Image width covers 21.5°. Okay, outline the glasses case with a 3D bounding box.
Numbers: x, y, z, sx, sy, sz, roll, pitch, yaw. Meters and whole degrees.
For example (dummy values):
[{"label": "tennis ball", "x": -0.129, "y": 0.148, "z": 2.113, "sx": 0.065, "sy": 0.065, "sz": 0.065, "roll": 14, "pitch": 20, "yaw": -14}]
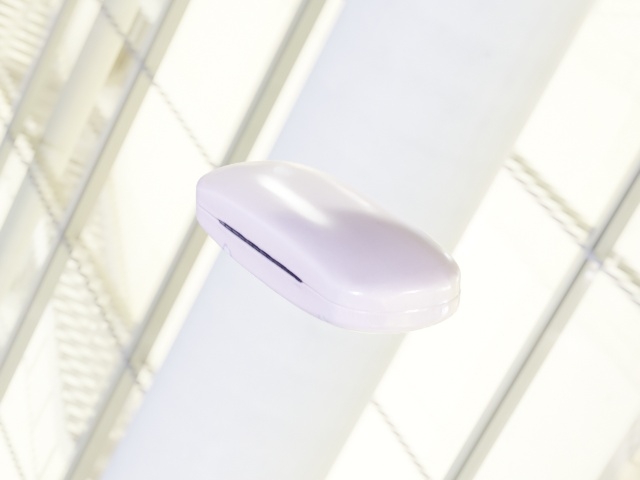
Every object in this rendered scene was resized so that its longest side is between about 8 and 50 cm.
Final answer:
[{"label": "glasses case", "x": 0.000, "y": 0.000, "z": 1.332, "sx": 0.113, "sy": 0.075, "sz": 0.297, "roll": -8, "pitch": -157, "yaw": -28}]
